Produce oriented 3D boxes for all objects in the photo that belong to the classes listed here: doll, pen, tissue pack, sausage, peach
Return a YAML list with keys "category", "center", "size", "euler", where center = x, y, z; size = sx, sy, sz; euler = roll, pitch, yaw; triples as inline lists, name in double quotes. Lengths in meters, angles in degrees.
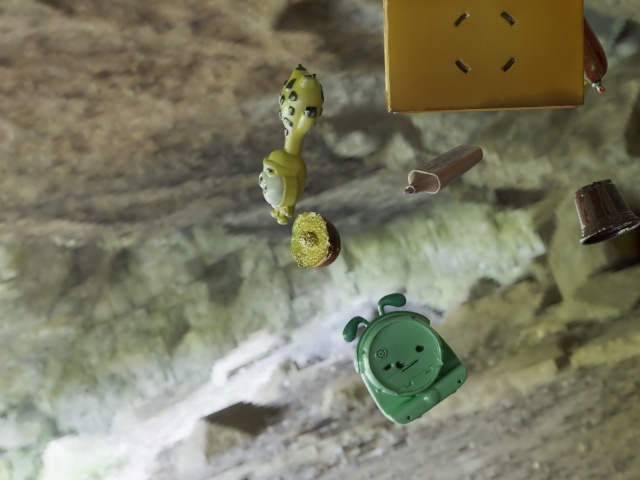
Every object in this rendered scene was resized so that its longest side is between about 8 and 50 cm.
- category: "doll"
  center: [-0.053, -0.170, 2.349]
  size: [0.086, 0.291, 0.117]
  euler: [5, 22, -20]
- category: "pen"
  center: [0.172, -0.100, 1.890]
  size: [0.053, 0.032, 0.197]
  euler: [14, 28, 29]
- category: "tissue pack"
  center: [0.228, -0.285, 1.868]
  size: [0.275, 0.194, 0.145]
  euler: [-1, 9, 1]
- category: "sausage"
  center: [0.371, -0.341, 2.015]
  size: [0.083, 0.264, 0.083]
  euler: [-32, 8, 5]
- category: "peach"
  center: [-0.001, 0.000, 2.096]
  size: [0.098, 0.098, 0.061]
  euler: [-22, -16, 38]

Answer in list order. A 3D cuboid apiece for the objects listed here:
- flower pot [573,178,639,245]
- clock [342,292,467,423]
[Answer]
- category: "flower pot"
  center: [0.479, -0.053, 2.221]
  size: [0.111, 0.089, 0.111]
  euler: [-17, -14, -5]
- category: "clock"
  center: [0.126, 0.183, 2.050]
  size: [0.148, 0.188, 0.060]
  euler: [-37, 1, -7]
